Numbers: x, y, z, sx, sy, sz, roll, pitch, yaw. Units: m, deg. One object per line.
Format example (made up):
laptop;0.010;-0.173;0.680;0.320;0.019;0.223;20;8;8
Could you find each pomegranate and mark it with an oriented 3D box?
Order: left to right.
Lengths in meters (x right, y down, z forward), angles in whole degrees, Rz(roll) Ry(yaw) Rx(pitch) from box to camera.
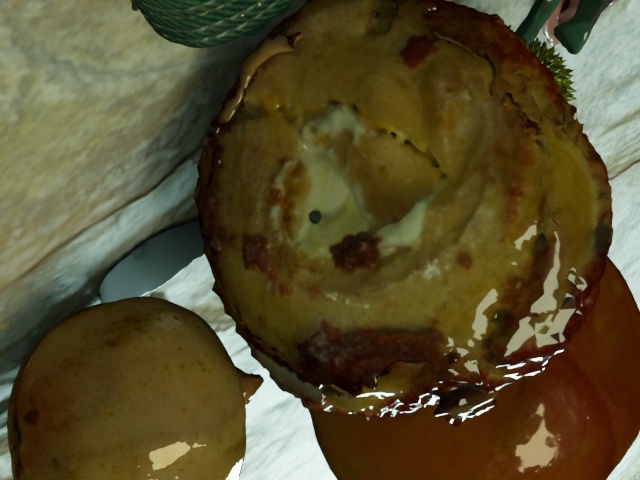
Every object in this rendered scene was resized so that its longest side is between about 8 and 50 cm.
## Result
pomegranate;-0.154;0.149;1.190;0.207;0.207;0.207;-32;145;-26

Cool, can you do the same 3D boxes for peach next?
peach;0.154;0.131;1.445;0.343;0.343;0.301;-34;164;-24

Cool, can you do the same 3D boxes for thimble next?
thimble;-0.070;-0.198;0.992;0.135;0.118;0.090;-44;148;-9

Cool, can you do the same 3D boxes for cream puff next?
cream puff;0.064;-0.020;1.161;0.350;0.350;0.229;-53;158;6

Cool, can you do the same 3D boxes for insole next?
insole;-0.113;0.004;1.268;0.188;0.004;0.064;-28;143;-32

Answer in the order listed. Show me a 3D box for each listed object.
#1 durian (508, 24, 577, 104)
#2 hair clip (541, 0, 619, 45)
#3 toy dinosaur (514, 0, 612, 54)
durian;0.150;-0.119;1.346;0.198;0.146;0.159;5;104;-60
hair clip;0.246;-0.260;1.418;0.123;0.102;0.138;-30;177;-26
toy dinosaur;0.255;-0.286;1.169;0.331;0.383;0.129;-40;105;-9
